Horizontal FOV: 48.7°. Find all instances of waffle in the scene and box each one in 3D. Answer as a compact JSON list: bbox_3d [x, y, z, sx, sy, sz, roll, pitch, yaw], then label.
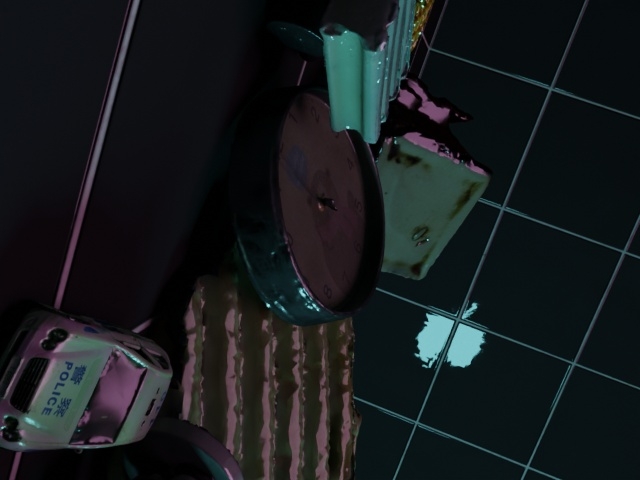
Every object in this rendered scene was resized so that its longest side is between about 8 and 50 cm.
[{"bbox_3d":[0.220,-0.540,1.593,0.260,0.069,0.293,82,31,-73],"label":"waffle"}]

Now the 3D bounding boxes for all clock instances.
[{"bbox_3d":[-0.003,-0.042,0.807,0.280,0.055,0.280,22,65,-59],"label":"clock"}]

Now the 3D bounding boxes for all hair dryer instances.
[{"bbox_3d":[-0.003,-0.247,0.779,0.219,0.071,0.124,107,6,-83],"label":"hair dryer"}]

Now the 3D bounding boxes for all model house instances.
[{"bbox_3d":[0.082,-0.133,1.132,0.297,0.317,0.282,-47,-131,29],"label":"model house"}]

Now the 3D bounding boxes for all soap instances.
[{"bbox_3d":[0.049,-0.192,0.710,0.198,0.063,0.114,81,31,-72],"label":"soap"}]

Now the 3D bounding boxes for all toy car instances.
[{"bbox_3d":[-0.162,0.107,0.515,0.224,0.076,0.090,77,35,-78],"label":"toy car"}]

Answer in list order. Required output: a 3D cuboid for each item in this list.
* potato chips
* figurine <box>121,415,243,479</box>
[{"bbox_3d":[-0.070,0.177,0.803,0.358,0.070,0.429,2,88,-47],"label":"potato chips"},{"bbox_3d":[-0.174,0.262,0.555,0.133,0.176,0.236,63,30,-20],"label":"figurine"}]
